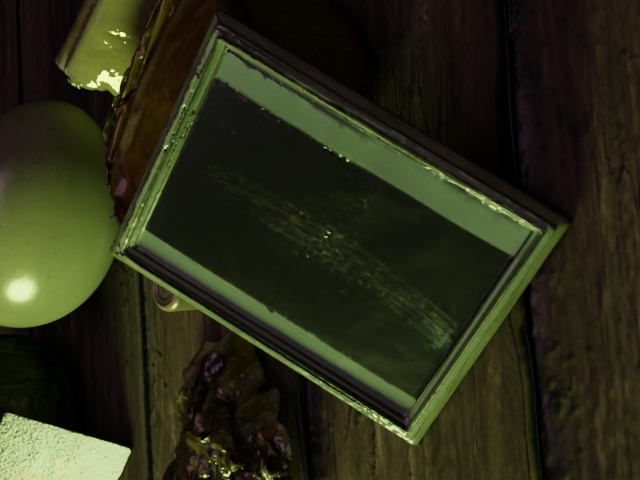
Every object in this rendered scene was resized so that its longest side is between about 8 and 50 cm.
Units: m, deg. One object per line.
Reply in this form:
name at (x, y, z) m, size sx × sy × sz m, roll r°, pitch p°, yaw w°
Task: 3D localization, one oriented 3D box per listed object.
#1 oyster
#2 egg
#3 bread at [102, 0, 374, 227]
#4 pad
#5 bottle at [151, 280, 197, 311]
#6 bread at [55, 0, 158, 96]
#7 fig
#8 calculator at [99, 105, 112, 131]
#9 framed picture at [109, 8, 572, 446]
oyster at (-0.098, 0.207, 1.008) m, size 0.214 × 0.083 × 0.223 m, roll -52°, pitch 47°, yaw 31°
egg at (-0.298, -0.027, 1.145) m, size 0.188 × 0.189 × 0.253 m, roll 49°, pitch 122°, yaw 37°
bread at (-0.075, -0.098, 0.937) m, size 0.227 × 0.142 × 0.253 m, roll 57°, pitch 131°, yaw 30°
pad at (-0.303, 0.282, 1.201) m, size 0.003 × 0.143 × 0.211 m, roll -94°, pitch 27°, yaw -60°
bottle at (-0.101, 0.040, 0.994) m, size 0.045 × 0.096 × 0.045 m, roll 1°, pitch 91°, yaw 48°
bread at (-0.151, -0.206, 1.026) m, size 0.178 × 0.139 × 0.060 m, roll -57°, pitch 24°, yaw 32°
fig at (-0.405, 0.202, 1.232) m, size 0.203 × 0.235 × 0.203 m, roll -3°, pitch 87°, yaw 53°
calculator at (-0.197, -0.137, 1.164) m, size 0.172 × 0.018 × 0.057 m, roll -46°, pitch 56°, yaw 39°
framed picture at (0.000, 0.000, 0.819) m, size 0.293 × 0.018 × 0.231 m, roll 31°, pitch 118°, yaw 5°
